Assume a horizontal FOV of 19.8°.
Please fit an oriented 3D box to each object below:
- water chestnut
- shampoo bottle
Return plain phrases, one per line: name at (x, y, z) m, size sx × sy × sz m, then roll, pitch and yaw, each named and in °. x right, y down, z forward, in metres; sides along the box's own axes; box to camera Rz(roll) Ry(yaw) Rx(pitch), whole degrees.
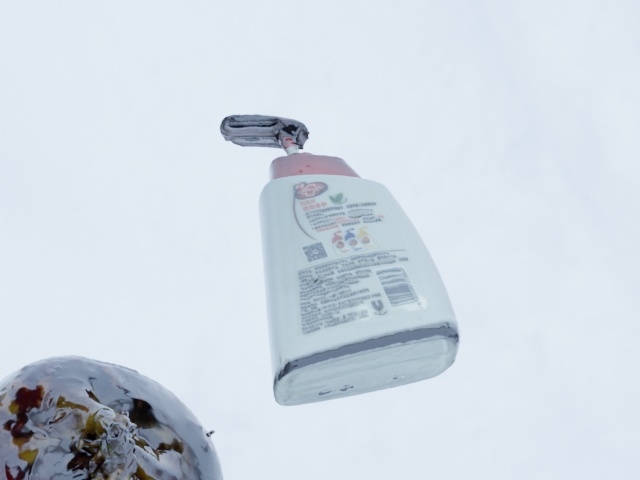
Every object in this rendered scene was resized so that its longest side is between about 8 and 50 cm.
water chestnut at (-0.188, 0.201, 1.493) m, size 0.224 × 0.223 × 0.238 m, roll 10°, pitch 155°, yaw -30°
shampoo bottle at (0.000, 0.000, 1.451) m, size 0.153 × 0.284 × 0.071 m, roll -10°, pitch 136°, yaw -13°
